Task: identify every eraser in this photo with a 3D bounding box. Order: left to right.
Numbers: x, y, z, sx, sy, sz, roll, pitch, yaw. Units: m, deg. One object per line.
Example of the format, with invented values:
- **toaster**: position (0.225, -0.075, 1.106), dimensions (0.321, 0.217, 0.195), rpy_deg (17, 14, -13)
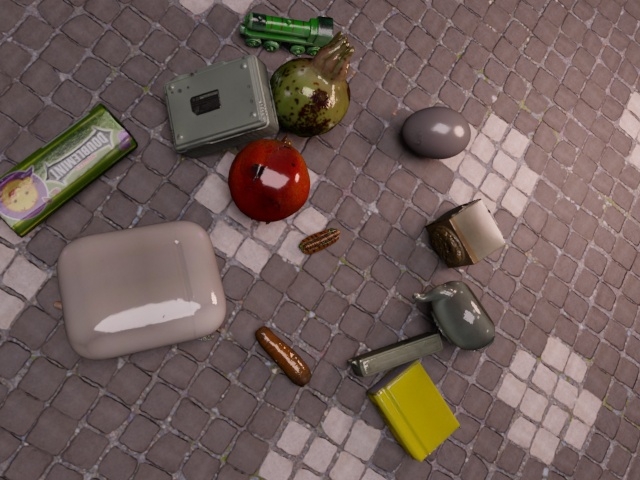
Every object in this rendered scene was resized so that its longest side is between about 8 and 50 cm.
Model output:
- **eraser**: position (0.243, 0.442, 1.459), dimensions (0.158, 0.069, 0.226), rpy_deg (-33, 91, -18)

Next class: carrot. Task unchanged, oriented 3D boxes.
- **carrot**: position (-0.093, 0.287, 1.389), dimensions (0.060, 0.060, 0.186), rpy_deg (-43, 94, -18)

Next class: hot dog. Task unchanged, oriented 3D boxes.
- **hot dog**: position (0.000, 0.000, 1.476), dimensions (0.122, 0.037, 0.049), rpy_deg (-27, 93, -17)

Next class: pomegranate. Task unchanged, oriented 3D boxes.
- **pomegranate**: position (-0.121, -0.156, 1.380), dimensions (0.210, 0.210, 0.235), rpy_deg (31, 55, -10)
- **pomegranate**: position (0.001, -0.384, 1.422), dimensions (0.204, 0.276, 0.222), rpy_deg (58, 33, -22)

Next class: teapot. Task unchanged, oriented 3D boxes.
- **teapot**: position (0.373, 0.205, 1.482), dimensions (0.129, 0.193, 0.294), rpy_deg (-34, 120, 14)

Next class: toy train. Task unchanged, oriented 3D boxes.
- **toy train**: position (-0.089, -0.564, 1.499), dimensions (0.251, 0.119, 0.085), rpy_deg (2, 82, -18)

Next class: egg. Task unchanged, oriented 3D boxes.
- **egg**: position (0.327, -0.304, 1.565), dimensions (0.198, 0.146, 0.147), rpy_deg (9, 79, -8)

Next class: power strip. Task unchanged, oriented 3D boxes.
- **power strip**: position (0.201, 0.300, 1.464), dimensions (0.272, 0.078, 0.052), rpy_deg (-15, 87, -19)

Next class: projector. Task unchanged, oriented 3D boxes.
- **projector**: position (-0.249, -0.330, 1.362), dimensions (0.256, 0.099, 0.192), rpy_deg (-13, 83, 15)

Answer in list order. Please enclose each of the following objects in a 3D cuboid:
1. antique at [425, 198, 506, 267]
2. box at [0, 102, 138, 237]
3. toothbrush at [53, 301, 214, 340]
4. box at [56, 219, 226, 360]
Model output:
- **antique**: position (0.394, -0.015, 1.540), dimensions (0.147, 0.146, 0.152), rpy_deg (-31, 91, -17)
- **box**: position (-0.599, -0.168, 1.291), dimensions (0.345, 0.097, 0.134), rpy_deg (-44, 97, -19)
- **toothbrush**: position (-0.438, 0.192, 1.317), dimensions (0.375, 0.037, 0.028), rpy_deg (14, 74, -11)
- **box**: position (-0.403, 0.107, 1.266), dimensions (0.348, 0.141, 0.289), rpy_deg (-11, 71, -19)
